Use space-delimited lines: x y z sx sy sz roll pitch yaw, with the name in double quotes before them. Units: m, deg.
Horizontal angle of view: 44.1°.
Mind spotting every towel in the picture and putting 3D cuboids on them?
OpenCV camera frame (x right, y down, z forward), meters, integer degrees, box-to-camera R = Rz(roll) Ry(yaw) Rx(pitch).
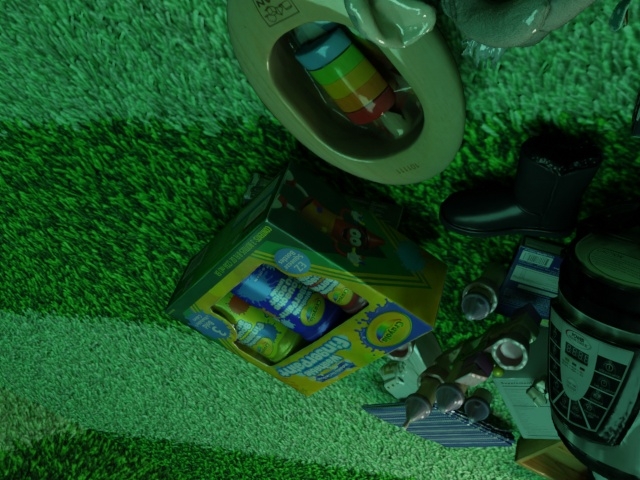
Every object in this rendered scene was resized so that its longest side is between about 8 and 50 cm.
"towel" 0.303 0.460 1.998 0.336 0.040 0.243 30 149 -33

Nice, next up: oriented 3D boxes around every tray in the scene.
"tray" 0.722 0.586 1.994 0.411 0.076 0.203 28 141 -11

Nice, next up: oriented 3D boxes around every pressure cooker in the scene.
"pressure cooker" 0.557 0.139 1.259 0.370 0.375 0.420 5 112 18

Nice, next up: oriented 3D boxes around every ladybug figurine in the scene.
"ladybug figurine" 0.049 -0.275 1.185 0.305 0.161 0.449 -15 130 36

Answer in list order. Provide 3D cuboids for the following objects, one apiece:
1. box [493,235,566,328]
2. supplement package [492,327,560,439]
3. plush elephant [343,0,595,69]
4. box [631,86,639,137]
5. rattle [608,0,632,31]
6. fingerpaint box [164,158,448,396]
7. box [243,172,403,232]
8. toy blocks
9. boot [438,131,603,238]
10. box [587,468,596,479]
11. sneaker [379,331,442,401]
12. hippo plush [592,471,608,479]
"box" 0.429 0.086 1.551 0.137 0.036 0.225 16 141 6
"supplement package" 0.481 0.312 1.720 0.139 0.133 0.244 -6 135 30
"plush elephant" 0.173 -0.351 0.946 0.256 0.271 0.330 16 153 -13
"box" 0.571 -0.213 1.116 0.220 0.051 0.175 9 141 14
"rattle" 0.416 -0.366 0.991 0.143 0.130 0.200 43 164 -11
"fingerpaint box" -0.040 0.101 1.550 0.371 0.163 0.445 34 140 -17
"box" 0.000 0.000 1.608 0.308 0.076 0.242 13 141 9
"toy blocks" 0.294 0.256 1.498 0.289 0.260 0.309 -37 93 35
"boot" 0.329 -0.096 1.327 0.247 0.094 0.207 5 144 8
"box" 0.813 0.592 1.584 0.297 0.471 0.480 31 131 -10
"sneaker" 0.203 0.296 1.849 0.169 0.108 0.292 -8 135 27
"hippo plush" 0.640 0.376 1.575 0.294 0.234 0.236 -1 115 -15
